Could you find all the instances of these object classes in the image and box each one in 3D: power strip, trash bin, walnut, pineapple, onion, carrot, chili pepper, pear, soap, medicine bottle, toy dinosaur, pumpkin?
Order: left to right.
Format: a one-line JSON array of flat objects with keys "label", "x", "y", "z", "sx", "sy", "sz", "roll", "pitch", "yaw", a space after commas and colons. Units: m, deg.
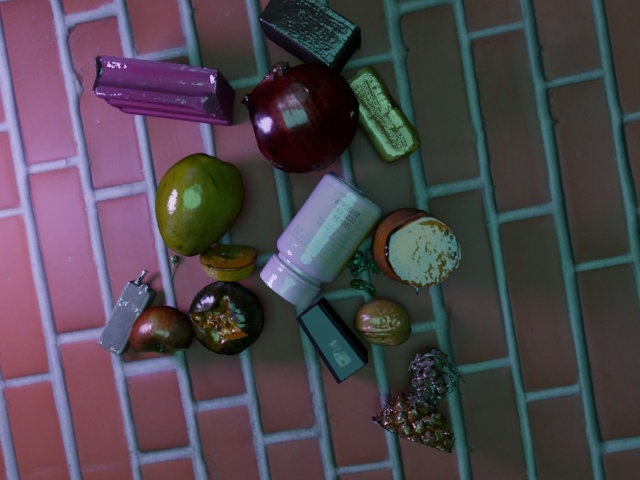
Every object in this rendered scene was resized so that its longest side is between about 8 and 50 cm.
[{"label": "power strip", "x": -0.617, "y": 0.227, "z": 1.669, "sx": 0.093, "sy": 0.053, "sz": 0.288, "roll": 28, "pitch": 93, "yaw": 4}, {"label": "soap", "x": -0.456, "y": -0.441, "z": 1.546, "sx": 0.359, "sy": 0.233, "sz": 0.128, "roll": 8, "pitch": 91, "yaw": 3}, {"label": "pear", "x": -0.367, "y": -0.110, "z": 1.551, "sx": 0.252, "sy": 0.253, "sz": 0.307, "roll": 26, "pitch": 105, "yaw": 3}, {"label": "pumpkin", "x": -0.288, "y": 0.238, "z": 1.595, "sx": 0.237, "sy": 0.159, "sz": 0.238, "roll": 4, "pitch": 101, "yaw": 18}, {"label": "onion", "x": -0.040, "y": -0.346, "z": 1.462, "sx": 0.340, "sy": 0.341, "sz": 0.342, "roll": 0, "pitch": 92, "yaw": 4}, {"label": "medicine bottle", "x": 0.000, "y": 0.000, "z": 1.539, "sx": 0.213, "sy": 0.213, "sz": 0.379, "roll": 37, "pitch": 94, "yaw": 2}, {"label": "trash bin", "x": 0.037, "y": 0.295, "z": 1.574, "sx": 0.115, "sy": 0.165, "sz": 0.226, "roll": -36, "pitch": 87, "yaw": 5}, {"label": "toy dinosaur", "x": 0.129, "y": 0.060, "z": 1.616, "sx": 0.096, "sy": 0.059, "sz": 0.132, "roll": -29, "pitch": 95, "yaw": -7}, {"label": "chili pepper", "x": 0.135, "y": 0.147, "z": 1.630, "sx": 0.091, "sy": 0.034, "sz": 0.030, "roll": 24, "pitch": 127, "yaw": 2}, {"label": "walnut", "x": 0.187, "y": 0.250, "z": 1.574, "sx": 0.180, "sy": 0.144, "sz": 0.144, "roll": -3, "pitch": 92, "yaw": 9}, {"label": "carrot", "x": 0.256, "y": 0.018, "z": 1.457, "sx": 0.224, "sy": 0.340, "sz": 0.224, "roll": 0, "pitch": 93, "yaw": 3}, {"label": "pineapple", "x": 0.317, "y": 0.457, "z": 1.548, "sx": 0.262, "sy": 0.262, "sz": 0.272, "roll": 21, "pitch": 81, "yaw": 3}]

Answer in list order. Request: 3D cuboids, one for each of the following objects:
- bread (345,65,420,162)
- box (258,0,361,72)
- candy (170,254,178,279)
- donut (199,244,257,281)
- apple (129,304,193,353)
[{"label": "bread", "x": 0.177, "y": -0.378, "z": 1.574, "sx": 0.142, "sy": 0.091, "sz": 0.305, "roll": -33, "pitch": 90, "yaw": 12}, {"label": "box", "x": -0.029, "y": -0.616, "z": 1.536, "sx": 0.273, "sy": 0.184, "sz": 0.143, "roll": 35, "pitch": 95, "yaw": 1}, {"label": "candy", "x": -0.479, "y": 0.087, "z": 1.671, "sx": 0.023, "sy": 0.025, "sz": 0.083, "roll": 10, "pitch": 100, "yaw": -14}, {"label": "donut", "x": -0.283, "y": 0.071, "z": 1.595, "sx": 0.178, "sy": 0.162, "sz": 0.066, "roll": 6, "pitch": 117, "yaw": 12}, {"label": "apple", "x": -0.494, "y": 0.284, "z": 1.603, "sx": 0.195, "sy": 0.173, "sz": 0.160, "roll": -7, "pitch": 94, "yaw": 1}]
